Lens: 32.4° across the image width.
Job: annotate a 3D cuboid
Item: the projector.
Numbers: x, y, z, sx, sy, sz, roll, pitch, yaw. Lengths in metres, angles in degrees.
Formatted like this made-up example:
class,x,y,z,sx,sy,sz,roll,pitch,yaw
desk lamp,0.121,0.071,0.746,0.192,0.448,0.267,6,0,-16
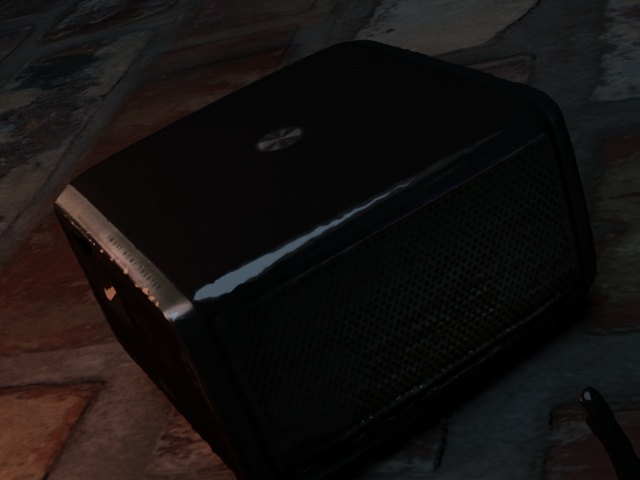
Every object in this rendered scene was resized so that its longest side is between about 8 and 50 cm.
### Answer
class,x,y,z,sx,sy,sz,roll,pitch,yaw
projector,0.000,0.000,1.093,0.405,0.242,0.395,-30,29,-17

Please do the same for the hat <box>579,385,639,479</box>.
class,x,y,z,sx,sy,sz,roll,pitch,yaw
hat,0.120,0.220,0.655,0.336,0.209,0.238,-3,16,25
